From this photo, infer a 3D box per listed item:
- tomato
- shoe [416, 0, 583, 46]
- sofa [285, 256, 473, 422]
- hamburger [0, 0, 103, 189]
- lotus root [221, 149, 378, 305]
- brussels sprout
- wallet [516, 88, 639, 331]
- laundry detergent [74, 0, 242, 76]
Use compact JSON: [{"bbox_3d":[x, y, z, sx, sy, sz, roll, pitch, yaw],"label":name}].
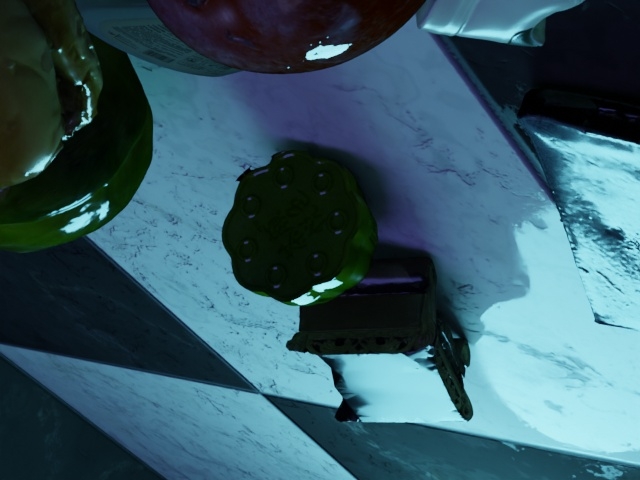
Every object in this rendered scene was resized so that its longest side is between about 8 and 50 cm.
[{"bbox_3d":[-0.020,-0.253,0.864,0.270,0.227,0.270,35,144,31],"label":"tomato"},{"bbox_3d":[0.155,-0.218,0.852,0.110,0.095,0.265,15,156,-13],"label":"shoe"},{"bbox_3d":[0.089,0.114,1.647,0.200,0.182,0.258,-2,146,20],"label":"sofa"},{"bbox_3d":[-0.330,-0.177,0.979,0.304,0.174,0.284,12,141,21],"label":"hamburger"},{"bbox_3d":[0.000,0.000,1.491,0.186,0.186,0.186,24,156,11],"label":"lotus root"},{"bbox_3d":[-0.346,-0.149,1.390,0.281,0.289,0.355,12,134,54],"label":"brussels sprout"},{"bbox_3d":[0.321,-0.007,1.230,0.190,0.046,0.379,14,154,33],"label":"wallet"},{"bbox_3d":[-0.086,-0.231,1.105,0.215,0.105,0.280,17,166,-29],"label":"laundry detergent"}]
